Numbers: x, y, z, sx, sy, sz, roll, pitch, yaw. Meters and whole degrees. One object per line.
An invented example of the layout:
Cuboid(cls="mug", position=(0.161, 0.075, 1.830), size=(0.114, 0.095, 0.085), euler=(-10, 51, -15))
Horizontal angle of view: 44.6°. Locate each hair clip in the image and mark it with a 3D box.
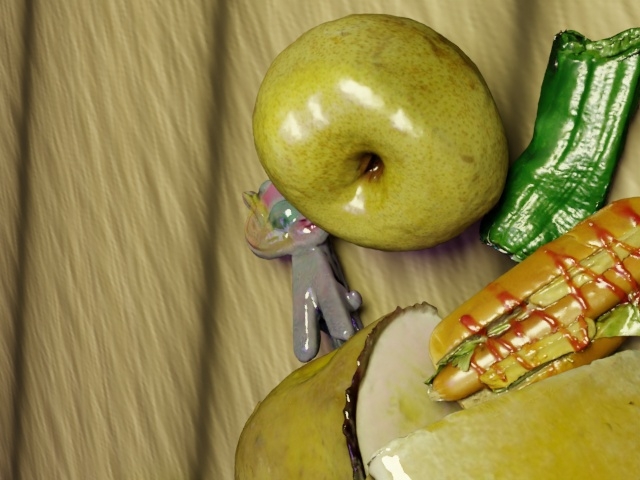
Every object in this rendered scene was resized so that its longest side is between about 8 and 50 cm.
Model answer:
Cuboid(cls="hair clip", position=(-0.006, 0.003, 0.810), size=(0.137, 0.090, 0.278), euler=(-23, 79, 25))

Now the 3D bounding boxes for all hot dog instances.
Cuboid(cls="hot dog", position=(0.192, 0.059, 0.630), size=(0.250, 0.076, 0.104), euler=(-33, 83, 0))

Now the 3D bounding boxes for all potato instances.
Cuboid(cls="potato", position=(0.030, 0.213, 0.735), size=(0.266, 0.229, 0.229), euler=(-33, 73, 46))

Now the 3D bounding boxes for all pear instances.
Cuboid(cls="pear", position=(0.057, -0.100, 0.697), size=(0.229, 0.211, 0.188), euler=(27, 125, -1))

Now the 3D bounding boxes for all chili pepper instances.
Cuboid(cls="chili pepper", position=(0.214, -0.082, 0.675), size=(0.098, 0.061, 0.224), euler=(32, 107, 35))

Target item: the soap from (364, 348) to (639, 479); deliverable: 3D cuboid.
Cuboid(cls="soap", position=(0.196, 0.261, 0.505), size=(0.335, 0.294, 0.156), euler=(59, 143, 29))
